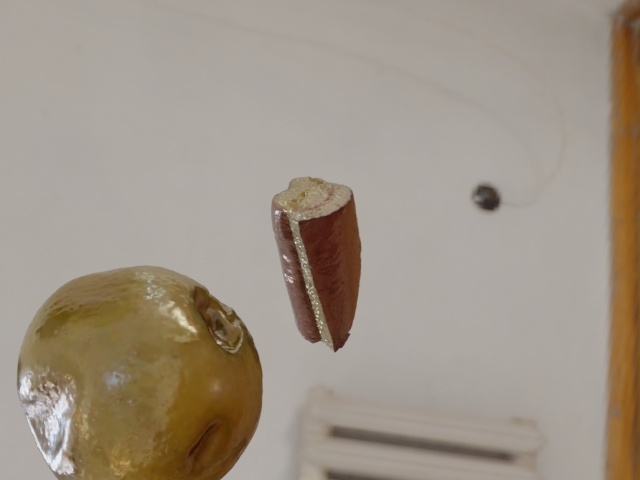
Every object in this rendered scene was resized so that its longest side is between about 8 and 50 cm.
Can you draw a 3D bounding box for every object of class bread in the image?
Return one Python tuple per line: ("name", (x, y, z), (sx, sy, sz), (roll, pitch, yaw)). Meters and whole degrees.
("bread", (0.001, 0.000, 1.276), (0.192, 0.067, 0.119), (78, -163, -52))

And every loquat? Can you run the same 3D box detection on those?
("loquat", (-0.157, 0.125, 1.177), (0.213, 0.213, 0.213), (-170, 90, -76))
